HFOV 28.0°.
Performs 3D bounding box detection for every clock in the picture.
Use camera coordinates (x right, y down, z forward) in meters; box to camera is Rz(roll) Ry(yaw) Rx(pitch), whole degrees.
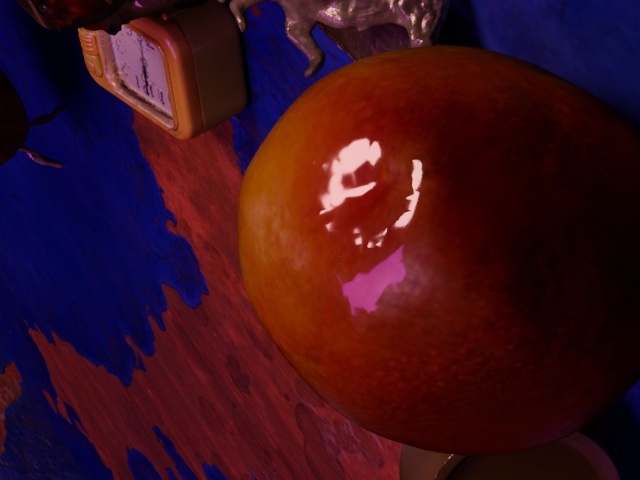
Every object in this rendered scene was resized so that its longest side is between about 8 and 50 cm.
[{"bbox_3d":[-0.174,-0.207,1.366,0.202,0.096,0.143,33,141,38],"label":"clock"}]

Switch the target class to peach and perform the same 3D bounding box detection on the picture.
[{"bbox_3d":[0.095,0.003,0.887,0.308,0.308,0.332,46,-176,22],"label":"peach"}]

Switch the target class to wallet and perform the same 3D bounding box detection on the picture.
[{"bbox_3d":[0.066,-0.167,1.080,0.232,0.031,0.122,49,155,21],"label":"wallet"}]

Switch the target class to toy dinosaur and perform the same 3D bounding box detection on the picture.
[{"bbox_3d":[-0.023,-0.245,1.030,0.294,0.162,0.077,52,-179,4],"label":"toy dinosaur"}]

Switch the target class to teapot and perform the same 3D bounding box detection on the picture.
[{"bbox_3d":[0.163,0.189,1.154,0.175,0.185,0.268,-114,37,-68],"label":"teapot"}]

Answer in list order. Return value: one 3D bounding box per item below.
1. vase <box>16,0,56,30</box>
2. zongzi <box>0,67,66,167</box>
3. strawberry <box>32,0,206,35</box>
[{"bbox_3d":[-0.370,-0.370,1.398,0.302,0.241,0.329,34,157,56],"label":"vase"},{"bbox_3d":[-0.458,-0.138,1.486,0.500,0.218,0.467,56,-179,-42],"label":"zongzi"},{"bbox_3d":[-0.210,-0.334,1.138,0.250,0.238,0.288,140,109,-83],"label":"strawberry"}]
